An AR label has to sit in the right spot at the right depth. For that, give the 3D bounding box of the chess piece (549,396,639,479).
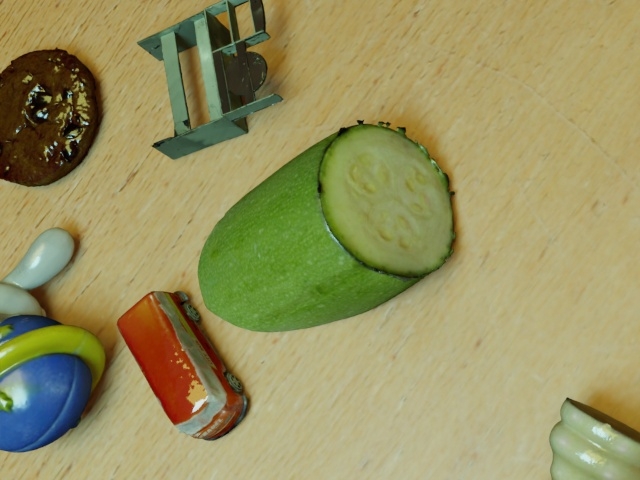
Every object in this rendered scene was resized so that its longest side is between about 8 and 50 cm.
[{"bbox_3d":[0.223,0.235,0.782,0.094,0.094,0.171,30,96,26],"label":"chess piece"}]

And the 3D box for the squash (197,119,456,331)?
[{"bbox_3d":[0.000,0.000,0.966,0.260,0.189,0.189,-35,60,51],"label":"squash"}]

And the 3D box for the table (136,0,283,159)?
[{"bbox_3d":[-0.126,-0.197,1.045,0.175,0.062,0.146,-18,71,19],"label":"table"}]

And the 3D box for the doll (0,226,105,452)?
[{"bbox_3d":[-0.392,0.156,1.013,0.311,0.159,0.243,-42,66,12],"label":"doll"}]

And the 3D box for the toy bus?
[{"bbox_3d":[-0.155,0.137,0.963,0.079,0.077,0.174,-40,65,9],"label":"toy bus"}]

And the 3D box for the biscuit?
[{"bbox_3d":[-0.371,-0.163,1.147,0.192,0.049,0.192,-7,73,25],"label":"biscuit"}]
